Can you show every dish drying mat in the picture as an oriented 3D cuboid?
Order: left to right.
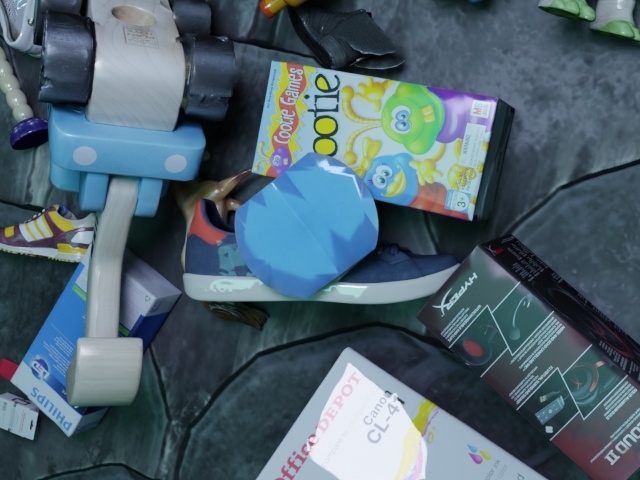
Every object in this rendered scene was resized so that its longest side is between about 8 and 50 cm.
[{"bbox_3d":[-0.474,0.215,1.320,0.083,0.008,0.032,21,101,17],"label":"dish drying mat"}]

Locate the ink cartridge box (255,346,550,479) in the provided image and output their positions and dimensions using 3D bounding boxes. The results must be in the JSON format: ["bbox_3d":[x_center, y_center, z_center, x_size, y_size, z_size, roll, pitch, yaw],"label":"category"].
[{"bbox_3d":[0.100,0.308,1.006,0.306,0.131,0.226,32,79,15],"label":"ink cartridge box"}]

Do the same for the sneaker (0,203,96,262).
[{"bbox_3d":[-0.416,-0.015,1.259,0.186,0.069,0.083,8,87,14],"label":"sneaker"}]

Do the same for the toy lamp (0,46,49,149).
[{"bbox_3d":[-0.487,-0.274,1.262,0.080,0.080,0.274,-27,86,20],"label":"toy lamp"}]

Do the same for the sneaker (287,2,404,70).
[{"bbox_3d":[0.029,-0.272,1.078,0.089,0.051,0.170,-26,55,-10],"label":"sneaker"}]

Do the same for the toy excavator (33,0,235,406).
[{"bbox_3d":[-0.263,-0.071,1.082,0.432,0.223,0.445,-113,33,-47],"label":"toy excavator"}]

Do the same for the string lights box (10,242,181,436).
[{"bbox_3d":[-0.333,0.143,1.225,0.133,0.077,0.259,38,105,15],"label":"string lights box"}]

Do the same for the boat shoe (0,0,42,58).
[{"bbox_3d":[-0.448,-0.411,1.227,0.098,0.096,0.276,-15,88,21],"label":"boat shoe"}]

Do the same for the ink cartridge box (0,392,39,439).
[{"bbox_3d":[-0.473,0.277,1.311,0.083,0.028,0.048,16,99,19],"label":"ink cartridge box"}]

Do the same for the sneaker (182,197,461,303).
[{"bbox_3d":[0.000,0.000,1.037,0.350,0.131,0.148,0,92,3],"label":"sneaker"}]

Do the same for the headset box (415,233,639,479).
[{"bbox_3d":[0.271,0.131,0.921,0.293,0.218,0.110,42,107,13],"label":"headset box"}]

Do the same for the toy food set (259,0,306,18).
[{"bbox_3d":[-0.051,-0.395,1.070,0.105,0.111,0.232,-28,76,21],"label":"toy food set"}]

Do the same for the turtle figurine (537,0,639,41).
[{"bbox_3d":[0.360,-0.350,0.874,0.275,0.198,0.266,23,105,22],"label":"turtle figurine"}]

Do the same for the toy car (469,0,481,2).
[{"bbox_3d":[0.198,-0.361,0.976,0.136,0.159,0.182,31,106,-21],"label":"toy car"}]

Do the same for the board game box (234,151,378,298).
[{"bbox_3d":[-0.013,-0.016,0.967,0.169,0.033,0.133,-38,87,13],"label":"board game box"}]

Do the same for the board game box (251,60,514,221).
[{"bbox_3d":[0.078,-0.122,1.020,0.276,0.142,0.144,13,97,19],"label":"board game box"}]

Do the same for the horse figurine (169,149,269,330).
[{"bbox_3d":[-0.132,-0.004,1.148,0.175,0.066,0.263,-2,89,13],"label":"horse figurine"}]
